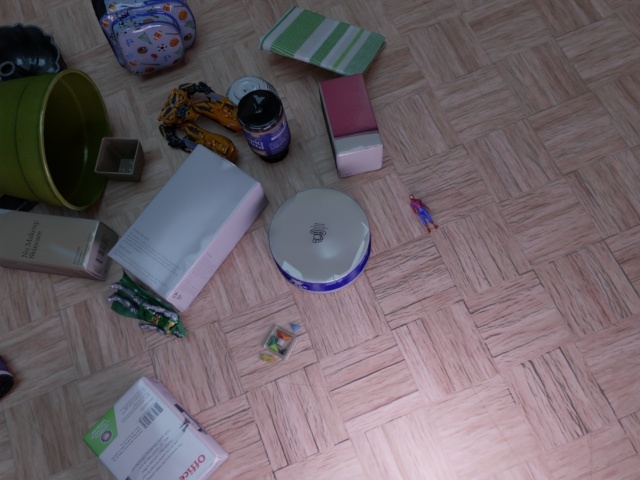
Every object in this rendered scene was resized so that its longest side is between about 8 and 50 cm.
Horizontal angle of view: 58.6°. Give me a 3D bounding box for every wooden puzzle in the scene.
[{"bbox_3d":[-0.101,0.263,1.458,0.079,0.014,0.116,20,74,11],"label":"wooden puzzle"}]

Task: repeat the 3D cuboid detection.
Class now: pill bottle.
[{"bbox_3d":[-0.146,-0.299,1.545,0.123,0.219,0.122,-2,71,5],"label":"pill bottle"}]

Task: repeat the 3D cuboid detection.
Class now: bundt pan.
[{"bbox_3d":[-0.918,-0.485,1.731,0.331,0.124,0.330,-2,70,5],"label":"bundt pan"}]

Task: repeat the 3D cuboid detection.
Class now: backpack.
[{"bbox_3d":[-0.504,-0.637,1.682,0.263,0.276,0.213,-27,76,-11],"label":"backpack"}]

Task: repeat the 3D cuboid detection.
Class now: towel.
[{"bbox_3d":[0.008,-0.583,1.682,0.325,0.038,0.248,22,52,11],"label":"towel"}]

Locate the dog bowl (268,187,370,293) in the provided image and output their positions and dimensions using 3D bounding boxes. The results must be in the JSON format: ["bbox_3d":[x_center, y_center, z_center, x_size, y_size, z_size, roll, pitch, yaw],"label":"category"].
[{"bbox_3d":[0.000,0.000,1.490,0.265,0.104,0.264,-2,71,5],"label":"dog bowl"}]

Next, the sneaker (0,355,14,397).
[{"bbox_3d":[-0.925,0.403,1.456,0.283,0.107,0.124,-39,58,-12],"label":"sneaker"}]

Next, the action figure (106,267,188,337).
[{"bbox_3d":[-0.442,0.185,1.474,0.232,0.063,0.137,28,120,8],"label":"action figure"}]

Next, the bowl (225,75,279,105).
[{"bbox_3d":[-0.208,-0.421,1.666,0.170,0.080,0.170,-2,72,5],"label":"bowl"}]

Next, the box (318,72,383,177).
[{"bbox_3d":[0.083,-0.313,1.566,0.127,0.148,0.232,-13,71,0],"label":"box"}]

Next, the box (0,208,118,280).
[{"bbox_3d":[-0.733,0.011,1.545,0.311,0.121,0.148,6,73,7],"label":"box"}]

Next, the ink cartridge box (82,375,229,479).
[{"bbox_3d":[-0.387,0.491,1.353,0.273,0.115,0.198,41,80,17],"label":"ink cartridge box"}]

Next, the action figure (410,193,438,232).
[{"bbox_3d":[0.274,-0.077,1.533,0.038,0.030,0.115,-31,69,0],"label":"action figure"}]

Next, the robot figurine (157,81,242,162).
[{"bbox_3d":[-0.341,-0.344,1.630,0.291,0.085,0.211,26,89,19],"label":"robot figurine"}]

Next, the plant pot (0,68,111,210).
[{"bbox_3d":[-0.804,-0.266,1.513,0.353,0.366,0.366,2,71,5],"label":"plant pot"}]

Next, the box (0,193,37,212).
[{"bbox_3d":[-0.906,-0.153,1.658,0.191,0.045,0.184,-43,71,-9],"label":"box"}]

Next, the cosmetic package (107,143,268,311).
[{"bbox_3d":[-0.339,-0.036,1.510,0.217,0.156,0.385,35,77,15],"label":"cosmetic package"}]

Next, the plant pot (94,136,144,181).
[{"bbox_3d":[-0.559,-0.220,1.621,0.109,0.096,0.109,4,71,6],"label":"plant pot"}]
